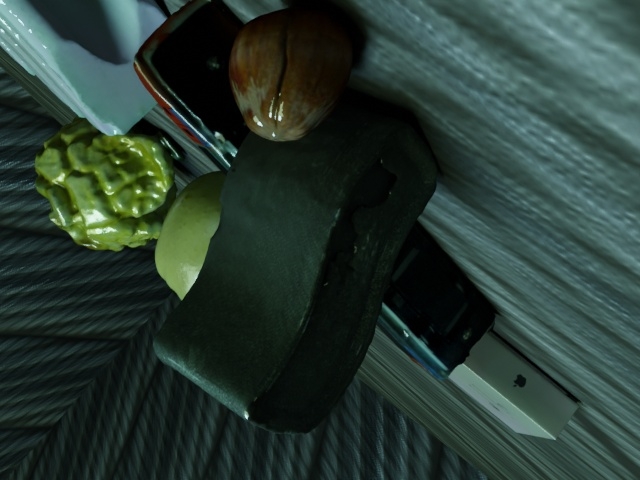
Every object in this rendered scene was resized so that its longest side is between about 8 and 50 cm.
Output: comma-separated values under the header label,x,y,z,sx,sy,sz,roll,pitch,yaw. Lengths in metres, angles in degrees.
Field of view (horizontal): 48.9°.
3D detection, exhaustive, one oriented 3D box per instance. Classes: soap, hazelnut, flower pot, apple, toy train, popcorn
label,x,y,z,sx,sy,sz,roll,pitch,yaw
soap,-0.265,-0.245,0.601,0.208,0.115,0.347,34,168,36
hazelnut,-0.021,-0.101,0.434,0.086,0.086,0.086,39,169,9
flower pot,-0.013,0.013,0.499,0.108,0.229,0.103,26,-178,39
apple,-0.123,-0.001,0.953,0.200,0.200,0.200,39,169,9
toy train,0.004,-0.031,0.623,0.409,0.086,0.089,45,171,-24
popcorn,-0.382,-0.098,1.296,0.293,0.237,0.293,43,170,10

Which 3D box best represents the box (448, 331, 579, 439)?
label,x,y,z,sx,sy,sz,roll,pitch,yaw
box,0.205,0.161,0.797,0.129,0.051,0.130,40,170,6
